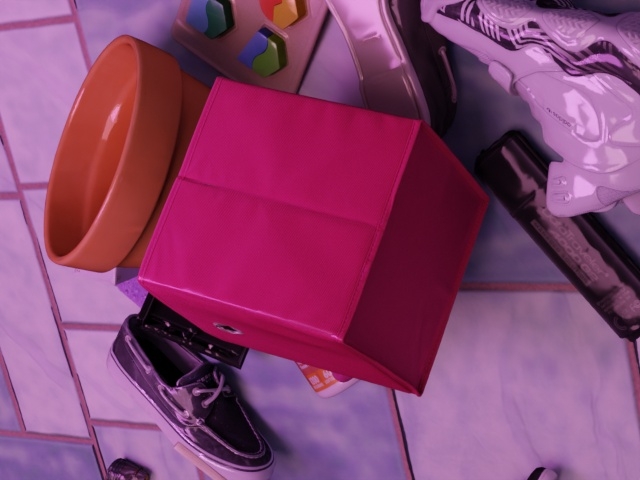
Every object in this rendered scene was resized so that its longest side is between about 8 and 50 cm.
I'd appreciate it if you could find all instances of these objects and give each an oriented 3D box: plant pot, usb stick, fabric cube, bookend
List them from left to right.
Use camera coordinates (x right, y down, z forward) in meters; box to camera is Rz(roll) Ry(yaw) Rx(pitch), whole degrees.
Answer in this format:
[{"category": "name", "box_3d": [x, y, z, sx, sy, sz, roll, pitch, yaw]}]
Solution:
[{"category": "plant pot", "box_3d": [-0.194, -0.084, 1.835, 0.203, 0.291, 0.291, 17, 135, -26]}, {"category": "bookend", "box_3d": [-0.156, 0.104, 1.949, 0.157, 0.072, 0.156, 23, 171, -5]}, {"category": "fabric cube", "box_3d": [0.000, 0.000, 1.657, 0.258, 0.254, 0.259, 15, 77, 27]}, {"category": "usb stick", "box_3d": [0.284, -0.006, 1.697, 0.278, 0.045, 0.077, 49, 123, 5]}]

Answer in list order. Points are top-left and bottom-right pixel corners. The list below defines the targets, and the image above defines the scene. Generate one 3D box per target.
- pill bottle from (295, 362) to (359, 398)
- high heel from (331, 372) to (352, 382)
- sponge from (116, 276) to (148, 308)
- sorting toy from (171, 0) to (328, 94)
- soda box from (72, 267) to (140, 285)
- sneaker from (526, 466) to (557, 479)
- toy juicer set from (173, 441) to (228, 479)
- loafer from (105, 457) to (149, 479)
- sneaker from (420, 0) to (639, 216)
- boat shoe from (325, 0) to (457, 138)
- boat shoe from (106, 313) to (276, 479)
[{"category": "pill bottle", "box_3d": [-0.010, 0.083, 1.891, 0.121, 0.121, 0.216, -34, 91, 40]}, {"category": "high heel", "box_3d": [0.096, 0.067, 1.783, 0.117, 0.082, 0.244, 19, 80, 35]}, {"category": "sponge", "box_3d": [-0.240, 0.039, 2.088, 0.210, 0.031, 0.117, 39, 128, 14]}, {"category": "sorting toy", "box_3d": [-0.087, -0.285, 1.817, 0.193, 0.038, 0.208, 36, 128, 15]}, {"category": "soda box", "box_3d": [-0.282, -0.054, 2.018, 0.074, 0.069, 0.216, 14, 108, 24]}, {"category": "sneaker", "box_3d": [0.213, 0.350, 1.897, 0.121, 0.079, 0.217, 31, 128, 17]}, {"category": "toy juicer set", "box_3d": [-0.130, 0.407, 2.071, 0.209, 0.089, 0.329, 31, 156, 10]}, {"category": "loafer", "box_3d": [-0.293, 0.419, 2.294, 0.061, 0.062, 0.170, 13, 120, 24]}, {"category": "sneaker", "box_3d": [0.244, -0.148, 1.558, 0.366, 0.137, 0.210, 24, 121, 40]}, {"category": "boat shoe", "box_3d": [0.076, -0.268, 1.694, 0.112, 0.095, 0.335, -7, 103, 38]}, {"category": "boat shoe", "box_3d": [-0.174, 0.217, 2.089, 0.301, 0.108, 0.102, 42, 131, 20]}]
